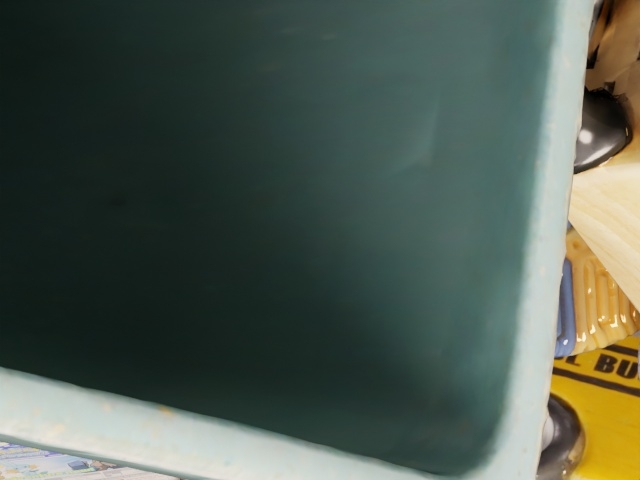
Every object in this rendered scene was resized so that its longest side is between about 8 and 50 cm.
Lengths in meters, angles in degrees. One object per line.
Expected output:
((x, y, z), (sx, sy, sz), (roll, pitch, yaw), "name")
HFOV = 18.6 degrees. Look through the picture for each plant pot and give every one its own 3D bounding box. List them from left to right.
((-0.110, -0.077, 0.441), (0.248, 0.247, 0.252), (19, 164, -42), "plant pot")

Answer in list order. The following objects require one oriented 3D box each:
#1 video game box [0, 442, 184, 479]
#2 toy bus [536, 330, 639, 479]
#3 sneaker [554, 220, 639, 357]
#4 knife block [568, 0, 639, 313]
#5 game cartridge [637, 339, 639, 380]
((-0.186, 0.110, 1.082), (0.205, 0.048, 0.187), (-7, 159, 4), "video game box")
((0.163, 0.102, 0.853), (0.332, 0.130, 0.108), (13, 139, 21), "toy bus")
((0.000, 0.000, 0.827), (0.296, 0.112, 0.131), (1, 173, -8), "sneaker")
((0.115, -0.032, 0.571), (0.242, 0.088, 0.276), (19, 151, -4), "knife block")
((0.286, 0.047, 0.752), (0.297, 0.198, 0.062), (13, 126, 27), "game cartridge")
